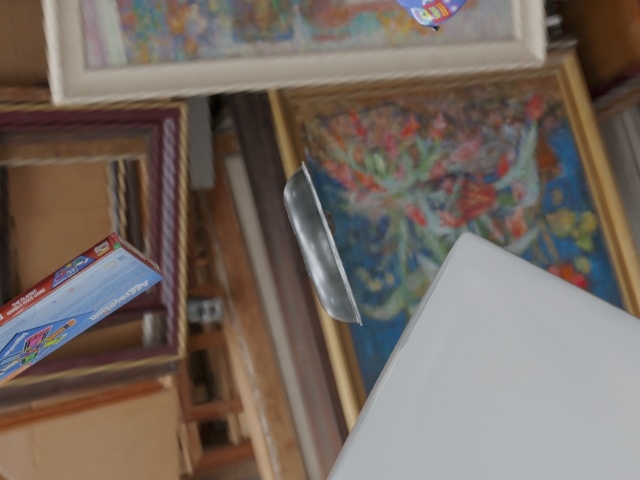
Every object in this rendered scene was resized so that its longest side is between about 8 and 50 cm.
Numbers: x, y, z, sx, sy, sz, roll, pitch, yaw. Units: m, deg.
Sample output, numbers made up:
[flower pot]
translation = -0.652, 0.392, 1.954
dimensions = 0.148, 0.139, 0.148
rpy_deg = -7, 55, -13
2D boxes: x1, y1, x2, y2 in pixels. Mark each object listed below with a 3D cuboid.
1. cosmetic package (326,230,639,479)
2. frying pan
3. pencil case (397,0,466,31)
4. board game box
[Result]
[cosmetic package]
translation = 0.192, 0.255, 1.235
dimensions = 0.329, 0.327, 0.393
rpy_deg = 28, 161, 5
[frying pan]
translation = -0.008, -0.023, 1.354
dimensions = 0.053, 0.197, 0.326
rpy_deg = -20, -150, -1
[pencil case]
translation = 0.099, -0.438, 1.679
dimensions = 0.306, 0.119, 0.133
rpy_deg = 33, 155, -35
[board game box]
translation = -0.355, 0.096, 1.536
dimensions = 0.281, 0.027, 0.145
rpy_deg = -33, 155, 3
